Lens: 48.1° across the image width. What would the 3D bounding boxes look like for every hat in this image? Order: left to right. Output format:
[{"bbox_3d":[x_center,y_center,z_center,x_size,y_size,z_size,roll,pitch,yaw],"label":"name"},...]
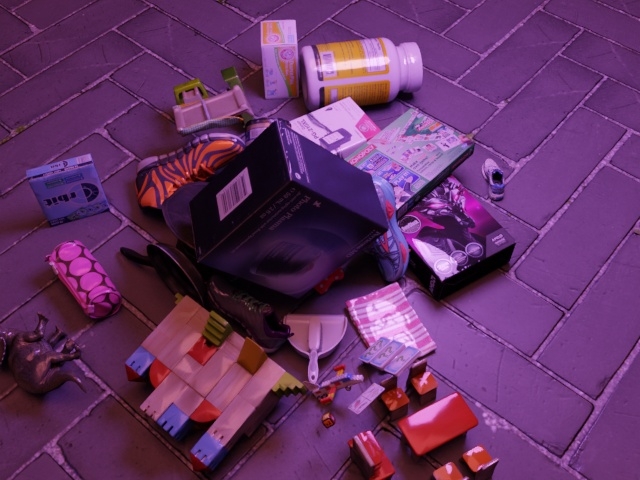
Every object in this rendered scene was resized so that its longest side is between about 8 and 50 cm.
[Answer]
[{"bbox_3d":[-0.247,0.005,1.712,0.332,0.134,0.331,24,27,-13],"label":"hat"}]

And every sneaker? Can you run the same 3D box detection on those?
[{"bbox_3d":[-0.331,-0.149,1.844,0.321,0.124,0.180,-19,59,21],"label":"sneaker"},{"bbox_3d":[-0.252,0.115,1.702,0.047,0.057,0.119,-36,62,-26],"label":"sneaker"},{"bbox_3d":[-0.152,0.146,1.600,0.223,0.098,0.083,46,41,-4],"label":"sneaker"},{"bbox_3d":[0.122,-0.014,1.695,0.125,0.261,0.104,-27,17,-36],"label":"sneaker"},{"bbox_3d":[0.469,-0.175,1.919,0.052,0.058,0.135,-5,52,-3],"label":"sneaker"}]

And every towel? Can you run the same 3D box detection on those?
[{"bbox_3d":[0.160,0.196,1.657,0.144,0.029,0.197,-20,56,-14],"label":"towel"}]

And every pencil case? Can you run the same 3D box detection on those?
[{"bbox_3d":[-0.561,0.094,1.698,0.209,0.095,0.098,41,28,29],"label":"pencil case"}]

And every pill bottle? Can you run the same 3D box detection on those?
[{"bbox_3d":[-0.133,-0.199,1.855,0.123,0.123,0.219,-1,83,-1],"label":"pill bottle"},{"bbox_3d":[0.115,-0.483,2.071,0.334,0.187,0.187,-8,53,-6],"label":"pill bottle"}]

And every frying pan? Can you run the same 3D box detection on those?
[{"bbox_3d":[-0.357,0.082,1.694,0.053,0.197,0.326,-40,18,-25],"label":"frying pan"}]

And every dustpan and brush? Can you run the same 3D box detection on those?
[{"bbox_3d":[-0.014,0.237,1.601,0.147,0.060,0.211,1,50,1],"label":"dustpan and brush"}]

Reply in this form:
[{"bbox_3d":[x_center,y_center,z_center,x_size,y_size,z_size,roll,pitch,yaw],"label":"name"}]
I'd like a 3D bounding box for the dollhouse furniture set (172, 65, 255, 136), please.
[{"bbox_3d":[-0.279,-0.324,1.932,0.198,0.151,0.301,-20,35,-2],"label":"dollhouse furniture set"}]

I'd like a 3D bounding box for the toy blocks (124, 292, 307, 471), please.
[{"bbox_3d":[-0.256,0.305,1.504,0.381,0.190,0.261,34,71,22],"label":"toy blocks"}]

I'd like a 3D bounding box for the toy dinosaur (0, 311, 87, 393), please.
[{"bbox_3d":[-0.617,0.265,1.573,0.314,0.121,0.160,37,73,19],"label":"toy dinosaur"}]

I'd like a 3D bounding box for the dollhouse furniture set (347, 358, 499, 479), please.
[{"bbox_3d":[0.192,0.392,1.442,0.259,0.135,0.262,-24,57,-17],"label":"dollhouse furniture set"}]

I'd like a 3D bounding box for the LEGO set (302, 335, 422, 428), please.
[{"bbox_3d":[0.074,0.283,1.503,0.244,0.182,0.060,-41,107,-15],"label":"LEGO set"}]

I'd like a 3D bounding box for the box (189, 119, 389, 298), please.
[{"bbox_3d":[-0.068,-0.052,1.531,0.294,0.296,0.182,23,39,-40],"label":"box"}]

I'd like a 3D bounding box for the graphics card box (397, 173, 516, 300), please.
[{"bbox_3d":[0.280,-0.048,1.803,0.233,0.094,0.371,-25,58,-18],"label":"graphics card box"}]

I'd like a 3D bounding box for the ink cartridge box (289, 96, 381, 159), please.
[{"bbox_3d":[0.024,-0.270,1.964,0.237,0.100,0.172,-26,57,-18],"label":"ink cartridge box"}]

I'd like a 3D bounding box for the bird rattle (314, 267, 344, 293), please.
[{"bbox_3d":[0.000,0.000,1.778,0.207,0.143,0.253,22,68,30],"label":"bird rattle"}]

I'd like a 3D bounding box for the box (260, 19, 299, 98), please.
[{"bbox_3d":[-0.118,-0.526,2.093,0.103,0.203,0.114,-3,53,-2],"label":"box"}]

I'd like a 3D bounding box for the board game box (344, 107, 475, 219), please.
[{"bbox_3d":[0.214,-0.203,1.835,0.214,0.046,0.317,35,60,29],"label":"board game box"}]

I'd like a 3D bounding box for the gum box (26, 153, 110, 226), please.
[{"bbox_3d":[-0.629,-0.124,1.802,0.157,0.184,0.041,-18,55,-12],"label":"gum box"}]
